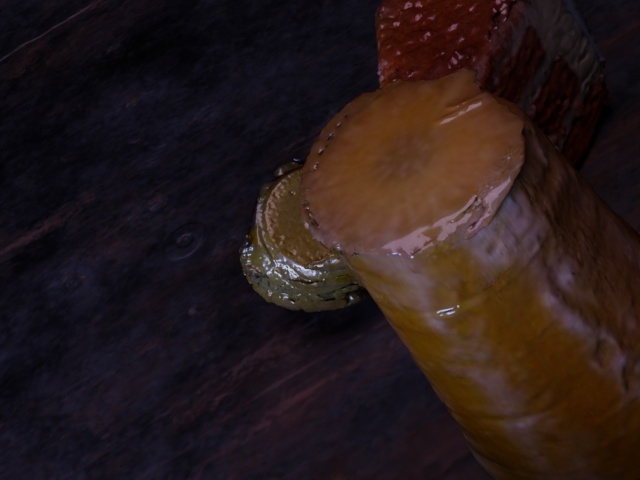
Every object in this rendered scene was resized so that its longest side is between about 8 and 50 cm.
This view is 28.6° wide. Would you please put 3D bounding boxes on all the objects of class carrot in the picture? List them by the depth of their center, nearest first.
[{"bbox_3d":[0.125,0.019,0.775,0.196,0.254,0.196,-21,41,20],"label":"carrot"}]

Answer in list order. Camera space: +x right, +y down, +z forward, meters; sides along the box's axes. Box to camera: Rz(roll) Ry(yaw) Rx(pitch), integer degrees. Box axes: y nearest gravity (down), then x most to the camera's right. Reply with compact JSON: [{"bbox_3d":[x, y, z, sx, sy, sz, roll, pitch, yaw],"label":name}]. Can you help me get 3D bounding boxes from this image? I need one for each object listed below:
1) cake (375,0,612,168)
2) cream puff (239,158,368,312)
[{"bbox_3d":[0.090,-0.080,0.982,0.160,0.158,0.262,7,53,44],"label":"cake"},{"bbox_3d":[0.000,0.000,0.996,0.119,0.104,0.133,35,77,16],"label":"cream puff"}]
